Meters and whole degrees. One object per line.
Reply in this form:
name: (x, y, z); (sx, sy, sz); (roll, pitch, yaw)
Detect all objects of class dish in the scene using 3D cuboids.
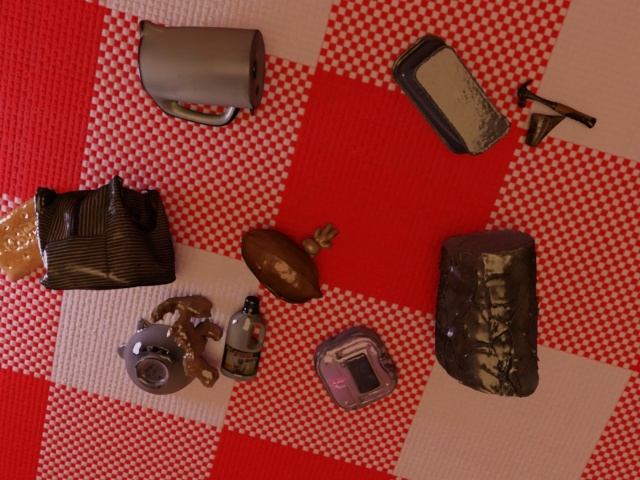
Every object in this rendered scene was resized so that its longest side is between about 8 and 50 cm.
dish: (-0.433, 0.320, 1.389); (0.236, 0.086, 0.228); (-12, 105, 6)

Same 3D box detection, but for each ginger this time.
ginger: (-0.315, 0.253, 1.354); (0.149, 0.065, 0.259); (-32, 101, -19)

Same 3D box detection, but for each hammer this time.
hammer: (0.532, -0.303, 1.183); (0.200, 0.021, 0.078); (19, 64, -10)

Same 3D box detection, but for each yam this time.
yam: (0.391, 0.158, 1.226); (0.240, 0.241, 0.349); (-2, 101, 4)

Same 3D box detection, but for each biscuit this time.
biscuit: (-0.737, -0.013, 1.341); (0.249, 0.030, 0.160); (-28, 102, 10)

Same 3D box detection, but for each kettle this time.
kettle: (-0.258, -0.357, 1.162); (0.255, 0.165, 0.241); (4, 134, 3)

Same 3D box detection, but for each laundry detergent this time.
laundry detergent: (-0.195, 0.251, 1.366); (0.099, 0.070, 0.226); (16, 105, 7)

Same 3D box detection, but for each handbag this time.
handbag: (-0.477, -0.006, 1.191); (0.247, 0.340, 0.241); (-5, 88, 2)

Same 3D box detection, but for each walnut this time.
walnut: (-0.093, 0.065, 1.274); (0.245, 0.137, 0.137); (44, 104, 0)

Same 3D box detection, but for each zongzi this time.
zongzi: (0.517, -0.251, 1.207); (0.083, 0.040, 0.076); (1, 113, -15)

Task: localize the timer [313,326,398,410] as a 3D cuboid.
timer: (0.092, 0.339, 1.376); (0.190, 0.069, 0.209); (-28, 101, 7)

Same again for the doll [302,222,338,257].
doll: (0.001, 0.000, 1.293); (0.093, 0.051, 0.062); (-38, 94, 11)

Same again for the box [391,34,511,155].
box: (0.282, -0.309, 1.126); (0.138, 0.178, 0.274); (-40, 101, 12)
